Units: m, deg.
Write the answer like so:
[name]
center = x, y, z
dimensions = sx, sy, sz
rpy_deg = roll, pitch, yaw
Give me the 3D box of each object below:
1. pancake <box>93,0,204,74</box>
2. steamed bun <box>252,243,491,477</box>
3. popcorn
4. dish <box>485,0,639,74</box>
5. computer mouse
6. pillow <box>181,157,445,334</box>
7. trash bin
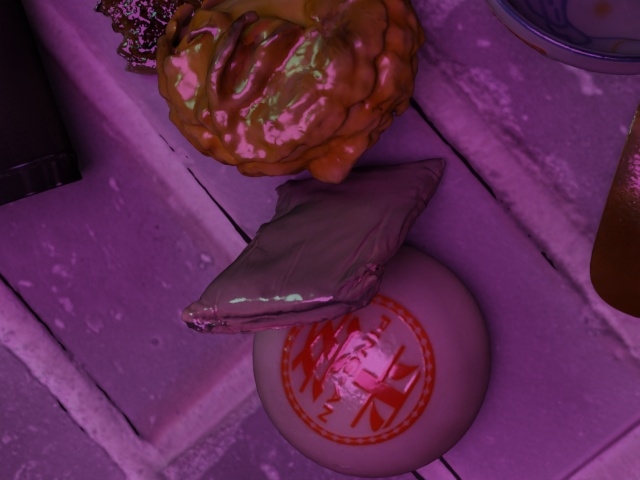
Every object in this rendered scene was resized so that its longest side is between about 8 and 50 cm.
[pancake]
center = -0.159, -0.228, 1.629
dimensions = 0.116, 0.022, 0.129
rpy_deg = -24, 108, 8
[steamed bun]
center = 0.043, 0.118, 1.583
dimensions = 0.231, 0.145, 0.232
rpy_deg = 2, 100, 14
[popcorn]
center = -0.031, -0.157, 1.520
dimensions = 0.250, 0.250, 0.190
rpy_deg = -26, 128, 16
[dish]
center = 0.257, -0.251, 1.481
dimensions = 0.273, 0.134, 0.273
rpy_deg = 0, 69, -1
[computer mouse]
center = 0.330, -0.039, 1.535
dimensions = 0.126, 0.056, 0.245
rpy_deg = 19, 105, 11
[pillow]
center = 0.000, 0.000, 1.526
dimensions = 0.173, 0.270, 0.067
rpy_deg = -5, 118, 24
[trash bin]
center = -0.372, -0.170, 1.605
dimensions = 0.252, 0.203, 0.302
rpy_deg = -17, 95, 5
